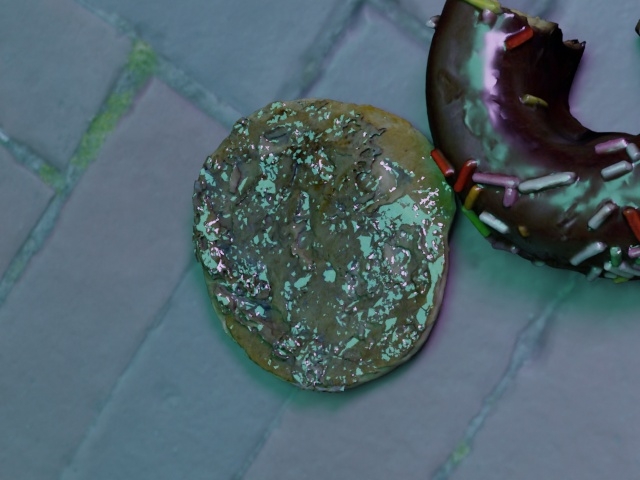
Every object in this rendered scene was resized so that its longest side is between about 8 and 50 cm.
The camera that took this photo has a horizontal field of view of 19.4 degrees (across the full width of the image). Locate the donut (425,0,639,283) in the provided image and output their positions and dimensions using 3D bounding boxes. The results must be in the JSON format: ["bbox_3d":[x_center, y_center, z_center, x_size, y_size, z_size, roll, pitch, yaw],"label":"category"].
[{"bbox_3d":[0.236,-0.097,1.578,0.345,0.136,0.259,2,80,28],"label":"donut"}]

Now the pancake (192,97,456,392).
[{"bbox_3d":[0.000,0.000,1.723,0.282,0.049,0.282,-4,81,25],"label":"pancake"}]
